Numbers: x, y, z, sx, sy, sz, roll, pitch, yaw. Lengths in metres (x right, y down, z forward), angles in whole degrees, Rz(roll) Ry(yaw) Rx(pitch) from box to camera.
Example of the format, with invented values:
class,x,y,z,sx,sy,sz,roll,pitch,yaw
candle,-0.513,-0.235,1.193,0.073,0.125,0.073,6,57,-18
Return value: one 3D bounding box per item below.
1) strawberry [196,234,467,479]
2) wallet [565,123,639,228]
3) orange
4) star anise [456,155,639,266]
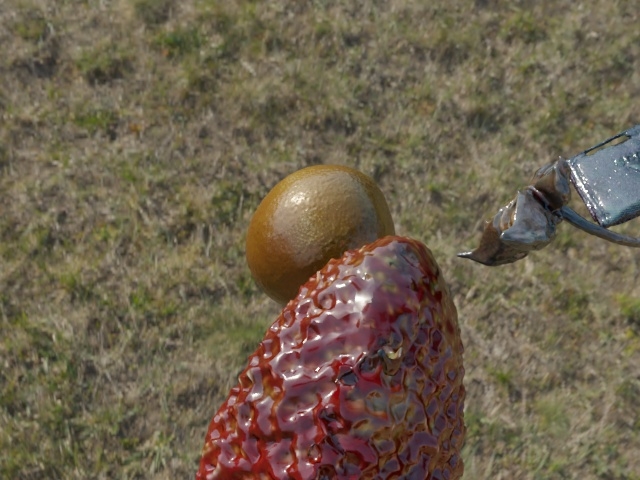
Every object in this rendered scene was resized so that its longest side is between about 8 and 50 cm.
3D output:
class,x,y,z,sx,sy,sz,roll,pitch,yaw
strawberry,0.024,0.177,0.904,0.292,0.343,0.292,9,28,-5
wallet,0.375,-0.082,1.042,0.166,0.030,0.111,-25,50,9
orange,0.000,0.000,1.206,0.206,0.206,0.206,5,53,-7
star anise,0.281,0.009,0.934,0.227,0.148,0.218,33,38,1
